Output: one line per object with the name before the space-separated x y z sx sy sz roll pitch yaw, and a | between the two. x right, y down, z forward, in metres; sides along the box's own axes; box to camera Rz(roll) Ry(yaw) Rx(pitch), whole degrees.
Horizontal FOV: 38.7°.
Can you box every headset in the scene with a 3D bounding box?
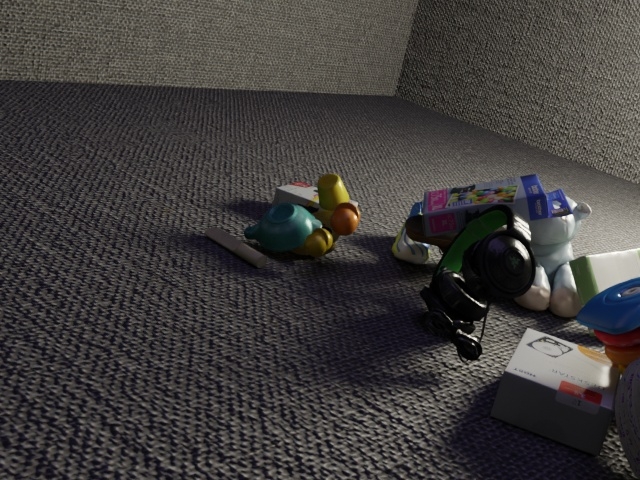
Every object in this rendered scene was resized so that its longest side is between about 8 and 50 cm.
headset | 0.279 0.072 1.746 0.185 0.243 0.394 34 36 -16

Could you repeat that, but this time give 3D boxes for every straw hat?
straw hat | 0.000 0.000 2.027 0.144 0.061 0.144 -18 40 16

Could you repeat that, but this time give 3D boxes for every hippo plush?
hippo plush | 0.546 0.024 2.076 0.234 0.237 0.294 25 21 31

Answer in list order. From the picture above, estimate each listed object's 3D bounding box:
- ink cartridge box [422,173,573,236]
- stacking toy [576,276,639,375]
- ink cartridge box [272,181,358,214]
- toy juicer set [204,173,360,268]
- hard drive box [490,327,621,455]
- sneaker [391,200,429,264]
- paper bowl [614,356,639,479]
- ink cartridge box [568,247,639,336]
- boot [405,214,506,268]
ink cartridge box | 0.379 -0.082 1.987 0.311 0.065 0.186 -7 17 10
stacking toy | 0.565 0.217 1.501 0.175 0.302 0.166 -25 7 -8
ink cartridge box | -0.013 -0.079 2.251 0.175 0.072 0.127 20 19 22
toy juicer set | -0.062 -0.008 1.958 0.329 0.089 0.209 -25 41 -9
hard drive box | 0.405 0.250 1.545 0.181 0.089 0.232 18 19 16
sneaker | 0.229 -0.029 2.187 0.091 0.126 0.240 14 18 3
paper bowl | 0.560 0.285 1.335 0.284 0.148 0.284 10 56 -16
ink cartridge box | 0.661 0.108 2.002 0.235 0.171 0.056 -6 -14 -36
boot | 0.312 0.014 2.120 0.305 0.115 0.112 9 31 -33
